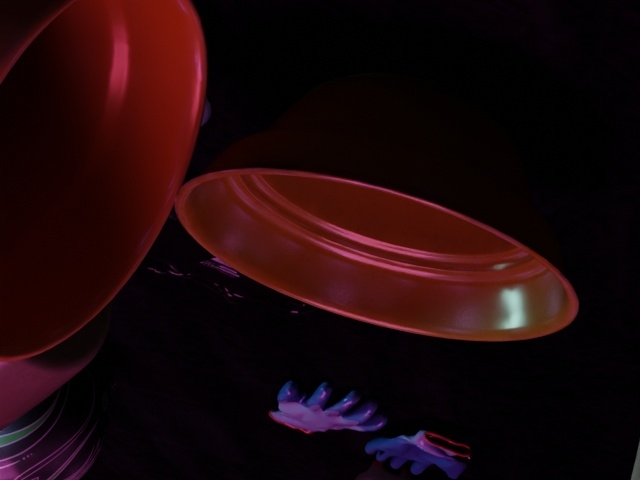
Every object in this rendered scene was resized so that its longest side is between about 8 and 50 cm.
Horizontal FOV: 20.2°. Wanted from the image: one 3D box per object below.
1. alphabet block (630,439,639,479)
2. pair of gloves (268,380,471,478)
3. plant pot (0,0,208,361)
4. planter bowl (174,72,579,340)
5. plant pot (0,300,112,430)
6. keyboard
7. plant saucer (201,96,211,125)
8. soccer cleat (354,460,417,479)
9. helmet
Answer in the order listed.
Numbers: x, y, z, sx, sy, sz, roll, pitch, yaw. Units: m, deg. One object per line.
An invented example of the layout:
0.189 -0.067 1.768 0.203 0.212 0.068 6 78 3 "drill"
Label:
0.276 0.113 0.986 0.193 0.197 0.192 12 162 13 "alphabet block"
0.048 0.170 1.610 0.198 0.023 0.159 22 162 -12 "pair of gloves"
-0.190 -0.071 0.893 0.188 0.205 0.205 26 166 22 "plant pot"
0.039 -0.028 0.951 0.217 0.090 0.217 14 161 5 "planter bowl"
-0.276 0.051 1.247 0.229 0.263 0.263 -19 143 33 "plant pot"
-0.066 0.004 1.224 0.100 0.038 0.192 -15 150 43 "keyboard"
-0.123 -0.082 1.040 0.119 0.021 0.119 15 161 5 "plant saucer"
0.122 0.271 1.747 0.196 0.076 0.068 10 160 17 "soccer cleat"
-0.279 0.160 1.636 0.169 0.161 0.169 15 161 5 "helmet"
